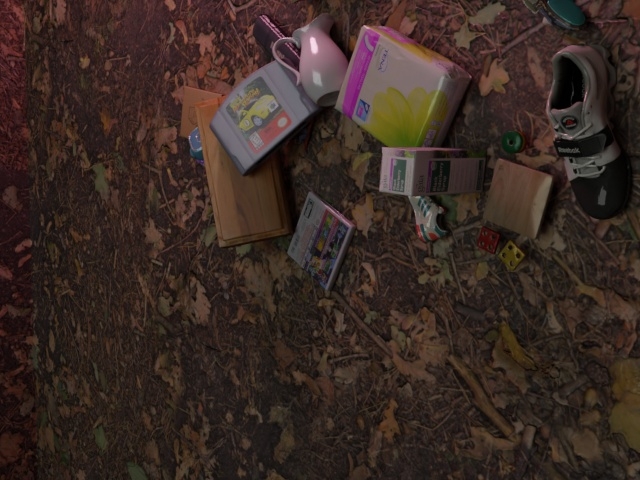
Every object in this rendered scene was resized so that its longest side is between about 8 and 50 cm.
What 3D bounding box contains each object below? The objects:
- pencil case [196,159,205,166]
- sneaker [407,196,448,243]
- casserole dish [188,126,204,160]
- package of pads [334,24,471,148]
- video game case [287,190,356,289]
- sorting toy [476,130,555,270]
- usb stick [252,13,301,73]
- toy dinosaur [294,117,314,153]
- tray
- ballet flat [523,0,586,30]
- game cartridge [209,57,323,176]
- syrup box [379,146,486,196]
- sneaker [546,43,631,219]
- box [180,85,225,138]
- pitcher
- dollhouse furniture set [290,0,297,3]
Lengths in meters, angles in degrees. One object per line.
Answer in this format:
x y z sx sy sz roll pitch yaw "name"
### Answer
-0.275 -0.212 2.263 0.206 0.088 0.086 36 147 41 "pencil case"
0.249 -0.078 1.751 0.075 0.057 0.161 -17 81 30 "sneaker"
-0.321 -0.317 2.272 0.188 0.037 0.114 -35 51 13 "casserole dish"
0.182 -0.340 1.745 0.296 0.101 0.229 42 125 34 "package of pads"
0.000 0.000 2.045 0.183 0.023 0.201 42 123 36 "video game case"
0.410 -0.079 1.572 0.132 0.046 0.274 27 114 42 "sorting toy"
-0.097 -0.509 2.062 0.278 0.045 0.077 51 128 29 "usb stick"
-0.034 -0.291 2.045 0.082 0.047 0.090 -34 104 35 "toy dinosaur"
-0.213 -0.199 2.132 0.203 0.076 0.410 -12 87 11 "tray"
0.441 -0.455 1.488 0.070 0.070 0.188 -52 57 38 "ballet flat"
-0.155 -0.331 2.023 0.294 0.060 0.196 -38 77 24 "game cartridge"
0.237 -0.146 1.609 0.096 0.237 0.093 13 104 46 "syrup box"
0.476 -0.197 1.416 0.122 0.146 0.330 -10 89 46 "sneaker"
-0.369 -0.387 2.391 0.201 0.021 0.164 23 112 44 "box"
-0.020 -0.435 1.913 0.178 0.125 0.207 -20 75 16 "pitcher"
-0.046 -0.812 1.906 0.201 0.152 0.374 -20 104 31 "dollhouse furniture set"
